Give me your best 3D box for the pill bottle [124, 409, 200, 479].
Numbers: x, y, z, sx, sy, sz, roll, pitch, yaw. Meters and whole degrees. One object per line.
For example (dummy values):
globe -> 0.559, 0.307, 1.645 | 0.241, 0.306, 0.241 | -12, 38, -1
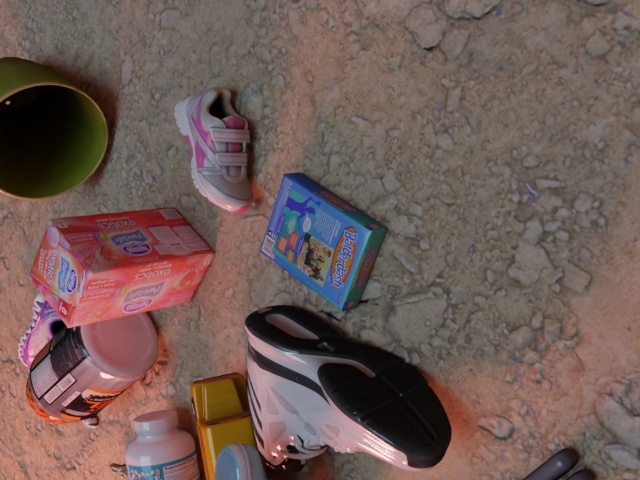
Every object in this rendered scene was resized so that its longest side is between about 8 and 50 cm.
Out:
pill bottle -> -0.323, 0.491, 1.753 | 0.146, 0.146, 0.264 | -7, 93, 41

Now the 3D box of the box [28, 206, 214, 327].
box -> -0.375, 0.045, 1.621 | 0.154, 0.300, 0.142 | 44, 121, 25

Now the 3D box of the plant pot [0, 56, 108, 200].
plant pot -> -0.646, -0.279, 1.851 | 0.293, 0.275, 0.275 | 47, 125, 42

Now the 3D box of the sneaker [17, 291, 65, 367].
sneaker -> -0.646, 0.229, 2.027 | 0.104, 0.095, 0.236 | 35, 118, 22

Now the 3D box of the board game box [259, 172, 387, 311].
board game box -> 0.000, 0.000, 1.460 | 0.210, 0.047, 0.160 | 35, 118, 31

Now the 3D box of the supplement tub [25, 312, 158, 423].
supplement tub -> -0.506, 0.270, 1.842 | 0.316, 0.193, 0.193 | -39, 72, 38

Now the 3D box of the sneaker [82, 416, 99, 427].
sneaker -> -0.553, 0.409, 2.011 | 0.083, 0.032, 0.037 | 42, 122, 27

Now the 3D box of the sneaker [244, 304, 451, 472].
sneaker -> 0.031, 0.310, 1.438 | 0.447, 0.169, 0.257 | 30, 124, 42

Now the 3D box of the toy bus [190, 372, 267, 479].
toy bus -> -0.164, 0.426, 1.597 | 0.130, 0.108, 0.333 | 177, 84, -76

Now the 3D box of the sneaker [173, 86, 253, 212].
sneaker -> -0.181, -0.173, 1.551 | 0.111, 0.103, 0.252 | -33, 77, 41

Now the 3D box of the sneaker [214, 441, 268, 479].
sneaker -> -0.064, 0.457, 1.472 | 0.127, 0.208, 0.319 | 39, 140, 53

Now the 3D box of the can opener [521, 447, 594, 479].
can opener -> 0.287, 0.415, 1.263 | 0.280, 0.093, 0.074 | -49, 65, 29

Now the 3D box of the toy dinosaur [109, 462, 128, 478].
toy dinosaur -> -0.387, 0.588, 1.859 | 0.064, 0.118, 0.268 | -37, 71, -1
